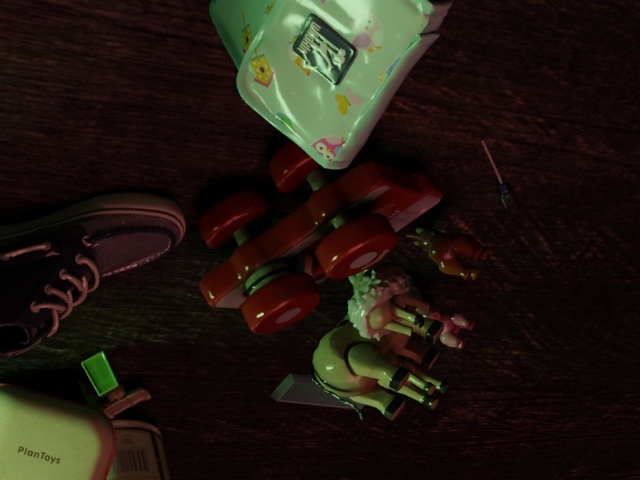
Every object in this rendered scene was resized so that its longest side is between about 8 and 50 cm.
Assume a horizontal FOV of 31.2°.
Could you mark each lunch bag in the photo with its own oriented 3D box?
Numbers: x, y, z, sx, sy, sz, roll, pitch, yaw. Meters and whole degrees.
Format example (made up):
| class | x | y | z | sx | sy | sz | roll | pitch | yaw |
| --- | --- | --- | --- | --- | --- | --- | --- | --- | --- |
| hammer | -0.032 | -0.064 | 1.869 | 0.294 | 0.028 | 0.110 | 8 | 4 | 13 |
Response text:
| class | x | y | z | sx | sy | sz | roll | pitch | yaw |
| --- | --- | --- | --- | --- | --- | --- | --- | --- | --- |
| lunch bag | 0.015 | -0.229 | 1.135 | 0.160 | 0.262 | 0.223 | 7 | 135 | -33 |

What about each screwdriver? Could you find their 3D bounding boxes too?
| class | x | y | z | sx | sy | sz | roll | pitch | yaw |
| --- | --- | --- | --- | --- | --- | --- | --- | --- | --- |
| screwdriver | 0.253 | -0.088 | 1.624 | 0.024 | 0.025 | 0.170 | -28 | 143 | 6 |

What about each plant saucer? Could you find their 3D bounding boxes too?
| class | x | y | z | sx | sy | sz | roll | pitch | yaw |
| --- | --- | --- | --- | --- | --- | --- | --- | --- | --- |
| plant saucer | 0.011 | 0.255 | 1.922 | 0.192 | 0.018 | 0.067 | 12 | 130 | -36 |

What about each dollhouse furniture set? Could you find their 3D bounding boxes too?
| class | x | y | z | sx | sy | sz | roll | pitch | yaw |
| --- | --- | --- | --- | --- | --- | --- | --- | --- | --- |
| dollhouse furniture set | -0.311 | 0.214 | 1.703 | 0.076 | 0.058 | 0.151 | -29 | 162 | -4 |

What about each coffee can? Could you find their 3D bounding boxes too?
| class | x | y | z | sx | sy | sz | roll | pitch | yaw |
| --- | --- | --- | --- | --- | --- | --- | --- | --- | --- |
| coffee can | -0.312 | 0.442 | 1.753 | 0.202 | 0.275 | 0.201 | -14 | 148 | -9 |

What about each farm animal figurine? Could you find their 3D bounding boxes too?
| class | x | y | z | sx | sy | sz | roll | pitch | yaw |
| --- | --- | --- | --- | --- | --- | --- | --- | --- | --- |
| farm animal figurine | 0.090 | 0.125 | 1.624 | 0.327 | 0.172 | 0.330 | -38 | 148 | -51 |

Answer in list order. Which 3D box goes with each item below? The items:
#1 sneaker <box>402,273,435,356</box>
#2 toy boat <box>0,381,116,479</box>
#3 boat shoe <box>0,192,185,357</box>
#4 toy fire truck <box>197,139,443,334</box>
| class | x | y | z | sx | sy | sz | roll | pitch | yaw |
| --- | --- | --- | --- | --- | --- | --- | --- | --- | --- |
| sneaker | 0.116 | 0.122 | 1.790 | 0.089 | 0.051 | 0.170 | 9 | 128 | -34 |
| toy boat | -0.415 | 0.284 | 1.650 | 0.231 | 0.151 | 0.151 | 19 | 90 | -15 |
| boat shoe | -0.318 | 0.053 | 1.392 | 0.341 | 0.158 | 0.127 | -13 | 142 | -12 |
| toy fire truck | 0.000 | 0.000 | 1.508 | 0.302 | 0.169 | 0.254 | -37 | 159 | 19 |
